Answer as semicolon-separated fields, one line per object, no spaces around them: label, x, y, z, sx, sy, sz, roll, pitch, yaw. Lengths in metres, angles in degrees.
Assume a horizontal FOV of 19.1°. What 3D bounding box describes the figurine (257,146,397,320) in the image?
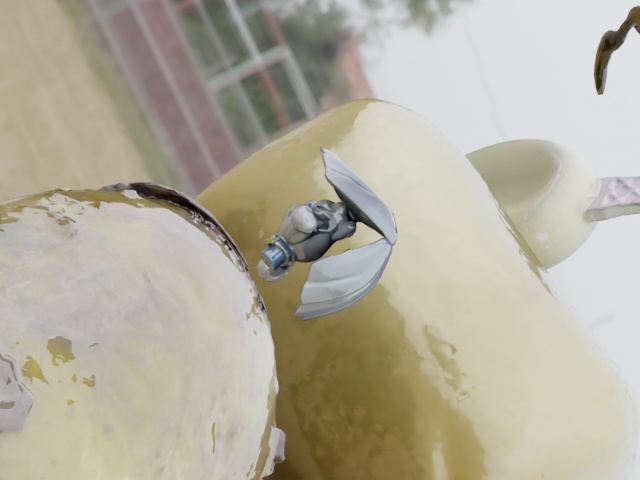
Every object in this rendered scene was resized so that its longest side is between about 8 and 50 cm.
figurine;0.000;0.000;1.134;0.082;0.086;0.094;48;1;15

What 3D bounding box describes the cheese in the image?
cheese;0.182;-0.028;1.482;0.064;0.227;0.137;59;41;-34

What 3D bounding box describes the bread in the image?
bread;0.036;0.115;1.385;0.376;0.253;0.348;55;-42;11

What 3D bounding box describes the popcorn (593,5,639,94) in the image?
popcorn;0.195;-0.155;0.760;0.168;0.173;0.195;47;-25;14

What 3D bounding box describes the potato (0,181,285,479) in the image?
potato;-0.163;0.091;0.907;0.229;0.229;0.266;64;21;-5
